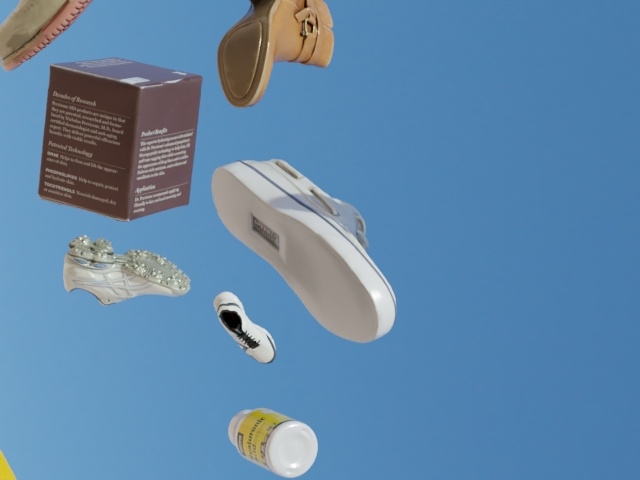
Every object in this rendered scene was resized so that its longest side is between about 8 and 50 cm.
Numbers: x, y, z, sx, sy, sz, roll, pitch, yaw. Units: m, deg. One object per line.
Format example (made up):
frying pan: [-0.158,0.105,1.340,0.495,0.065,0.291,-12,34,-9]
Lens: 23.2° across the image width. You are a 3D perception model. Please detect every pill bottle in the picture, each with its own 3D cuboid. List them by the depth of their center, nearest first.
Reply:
pill bottle: [-0.058,0.227,1.772,0.116,0.065,0.065,10,-75,60]

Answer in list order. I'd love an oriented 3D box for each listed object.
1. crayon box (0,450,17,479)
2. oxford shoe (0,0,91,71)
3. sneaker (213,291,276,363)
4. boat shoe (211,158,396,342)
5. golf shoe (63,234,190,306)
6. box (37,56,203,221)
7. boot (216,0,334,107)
crayon box: [-0.398,0.166,1.342,0.081,0.202,0.318,-36,-99,35]
oxford shoe: [-0.324,-0.391,2.010,0.397,0.146,0.140,-48,-166,21]
sneaker: [-0.094,0.114,1.912,0.040,0.109,0.044,-37,-161,11]
boat shoe: [0.000,0.000,1.469,0.267,0.088,0.096,37,-44,44]
golf shoe: [-0.268,0.055,2.141,0.069,0.176,0.086,-82,-170,-64]
box: [-0.293,-0.152,2.289,0.167,0.168,0.203,15,-74,26]
boot: [-0.042,-0.225,1.801,0.073,0.152,0.197,-4,-109,35]
